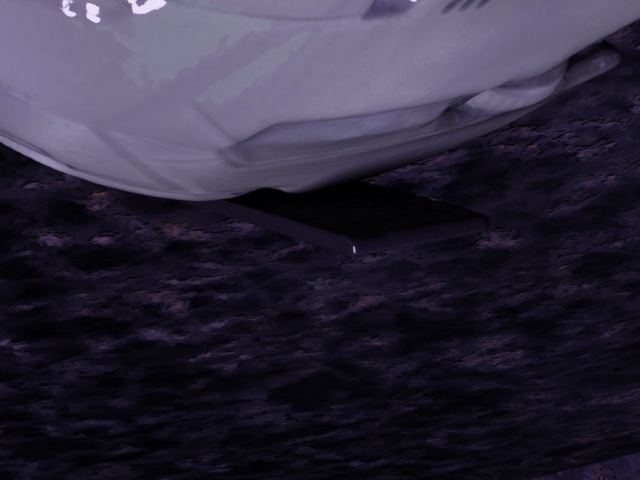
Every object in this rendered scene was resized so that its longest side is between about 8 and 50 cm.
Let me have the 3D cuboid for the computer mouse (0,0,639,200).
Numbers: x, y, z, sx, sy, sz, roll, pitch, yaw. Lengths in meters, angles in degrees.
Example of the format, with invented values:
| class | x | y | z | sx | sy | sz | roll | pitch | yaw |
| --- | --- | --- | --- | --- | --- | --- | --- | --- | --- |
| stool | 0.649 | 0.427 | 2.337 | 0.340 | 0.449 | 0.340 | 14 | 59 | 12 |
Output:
| class | x | y | z | sx | sy | sz | roll | pitch | yaw |
| --- | --- | --- | --- | --- | --- | --- | --- | --- | --- |
| computer mouse | -0.021 | -0.101 | 0.700 | 0.429 | 0.145 | 0.228 | 1 | 153 | -24 |

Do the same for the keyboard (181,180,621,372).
| class | x | y | z | sx | sy | sz | roll | pitch | yaw |
| --- | --- | --- | --- | --- | --- | --- | --- | --- | --- |
| keyboard | 0.001 | -0.013 | 0.789 | 0.103 | 0.041 | 0.381 | -11 | -157 | -36 |
